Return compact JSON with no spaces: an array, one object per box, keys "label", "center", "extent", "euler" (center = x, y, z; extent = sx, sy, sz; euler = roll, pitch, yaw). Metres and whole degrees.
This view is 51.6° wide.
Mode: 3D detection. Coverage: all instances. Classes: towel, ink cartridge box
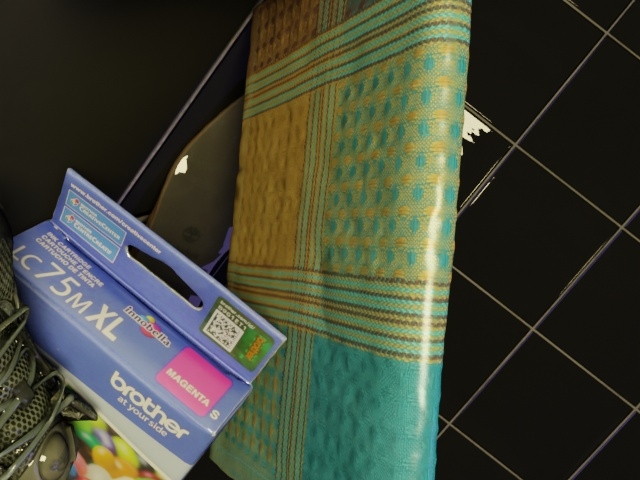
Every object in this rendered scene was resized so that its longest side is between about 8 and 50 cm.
[{"label":"towel","center":[0.000,0.000,0.429],"extent":[0.271,0.040,0.370],"euler":[7,-89,62]},{"label":"ink cartridge box","center":[-0.175,0.120,0.481],"extent":[0.311,0.186,0.065],"euler":[-53,177,31]}]

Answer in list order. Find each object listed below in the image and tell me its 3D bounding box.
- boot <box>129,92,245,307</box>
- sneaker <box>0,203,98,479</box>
[{"label":"boot","center":[-0.133,-0.032,0.690],"extent":[0.305,0.112,0.115],"euler":[-56,-150,0]},{"label":"sneaker","center":[-0.175,0.070,0.361],"extent":[0.227,0.130,0.087],"euler":[-55,180,41]}]
